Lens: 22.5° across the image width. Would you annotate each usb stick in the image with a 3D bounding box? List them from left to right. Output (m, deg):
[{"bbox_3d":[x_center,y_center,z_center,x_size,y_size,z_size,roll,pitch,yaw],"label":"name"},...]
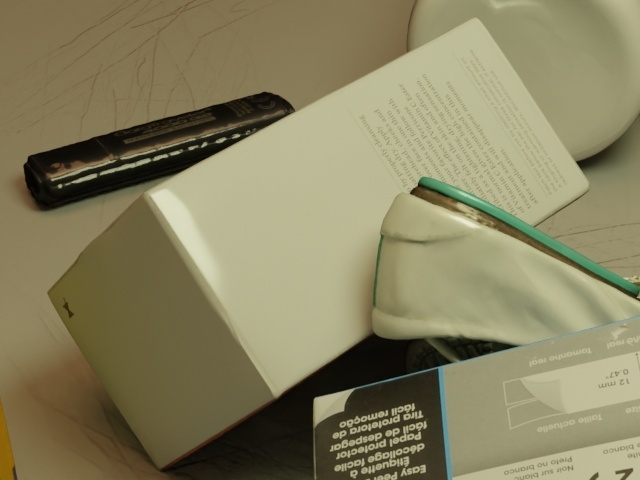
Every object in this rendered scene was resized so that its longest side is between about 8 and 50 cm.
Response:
[{"bbox_3d":[-0.159,-0.094,1.603,0.278,0.045,0.077,-18,28,-20],"label":"usb stick"}]

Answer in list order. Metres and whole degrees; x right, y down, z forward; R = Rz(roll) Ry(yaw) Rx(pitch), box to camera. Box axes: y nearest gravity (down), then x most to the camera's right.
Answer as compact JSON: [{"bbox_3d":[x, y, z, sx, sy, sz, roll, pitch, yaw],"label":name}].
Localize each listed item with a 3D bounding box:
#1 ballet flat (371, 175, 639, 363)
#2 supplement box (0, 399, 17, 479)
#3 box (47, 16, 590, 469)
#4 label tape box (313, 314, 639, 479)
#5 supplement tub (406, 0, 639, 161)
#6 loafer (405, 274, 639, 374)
[{"bbox_3d":[0.214,0.087,1.109,0.400,0.139,0.139,23,32,-8],"label":"ballet flat"},{"bbox_3d":[-0.369,0.109,1.169,0.195,0.194,0.356,-19,36,-22],"label":"supplement box"},{"bbox_3d":[0.000,0.000,1.234,0.345,0.215,0.168,-31,86,-34],"label":"box"},{"bbox_3d":[0.131,0.222,0.909,0.249,0.115,0.347,-15,42,13],"label":"label tape box"},{"bbox_3d":[0.236,-0.248,1.619,0.241,0.241,0.331,6,34,16],"label":"supplement tub"},{"bbox_3d":[0.189,0.061,1.274,0.251,0.094,0.087,-5,37,-1],"label":"loafer"}]
